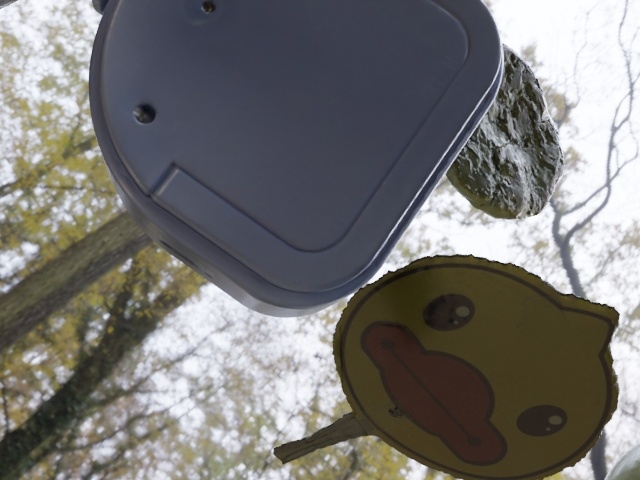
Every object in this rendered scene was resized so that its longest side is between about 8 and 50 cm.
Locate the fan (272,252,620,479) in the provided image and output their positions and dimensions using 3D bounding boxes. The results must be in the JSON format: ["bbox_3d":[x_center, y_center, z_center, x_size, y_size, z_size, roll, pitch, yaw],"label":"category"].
[{"bbox_3d":[0.086,0.126,0.661,0.335,0.011,0.229,-31,-70,32],"label":"fan"}]

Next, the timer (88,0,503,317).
[{"bbox_3d":[-0.049,-0.146,0.809,0.395,0.395,0.173,46,-13,2],"label":"timer"}]

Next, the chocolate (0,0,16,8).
[{"bbox_3d":[-0.213,-0.168,0.437,0.157,0.254,0.080,43,-37,10],"label":"chocolate"}]

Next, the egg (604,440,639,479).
[{"bbox_3d":[0.567,0.408,1.298,0.218,0.295,0.218,38,-10,8],"label":"egg"}]

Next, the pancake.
[{"bbox_3d":[0.233,-0.144,1.080,0.037,0.253,0.253,-16,-72,50],"label":"pancake"}]
